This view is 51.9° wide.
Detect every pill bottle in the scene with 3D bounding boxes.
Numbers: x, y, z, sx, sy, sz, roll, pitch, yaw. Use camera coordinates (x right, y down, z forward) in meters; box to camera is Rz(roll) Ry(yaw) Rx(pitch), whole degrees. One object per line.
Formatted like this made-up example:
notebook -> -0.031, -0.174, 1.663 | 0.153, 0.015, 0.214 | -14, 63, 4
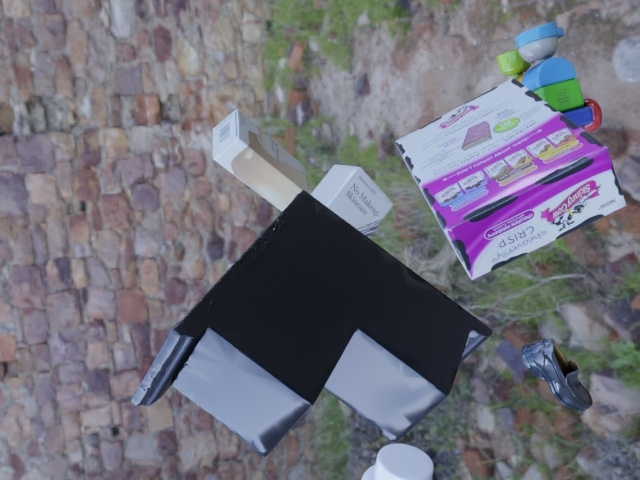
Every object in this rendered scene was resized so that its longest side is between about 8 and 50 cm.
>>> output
pill bottle -> 0.109, 0.419, 0.988 | 0.117, 0.117, 0.215 | -126, 41, -65

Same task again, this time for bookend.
bookend -> 0.005, 0.071, 0.390 | 0.072, 0.157, 0.156 | -54, -1, 38

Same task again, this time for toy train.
toy train -> 0.277, -0.199, 0.913 | 0.248, 0.105, 0.144 | -164, 60, -84

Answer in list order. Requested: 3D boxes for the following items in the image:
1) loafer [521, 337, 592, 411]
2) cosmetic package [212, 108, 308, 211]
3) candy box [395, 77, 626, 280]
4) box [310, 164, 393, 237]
loafer -> 0.427, 0.236, 1.151 | 0.061, 0.170, 0.062 | -37, 20, 37
cosmetic package -> -0.067, -0.089, 0.748 | 0.115, 0.041, 0.060 | 36, -151, -37
candy box -> 0.184, -0.075, 0.692 | 0.071, 0.159, 0.233 | 58, -169, -28
box -> 0.000, 0.000, 1.186 | 0.113, 0.275, 0.094 | 43, 167, -28
